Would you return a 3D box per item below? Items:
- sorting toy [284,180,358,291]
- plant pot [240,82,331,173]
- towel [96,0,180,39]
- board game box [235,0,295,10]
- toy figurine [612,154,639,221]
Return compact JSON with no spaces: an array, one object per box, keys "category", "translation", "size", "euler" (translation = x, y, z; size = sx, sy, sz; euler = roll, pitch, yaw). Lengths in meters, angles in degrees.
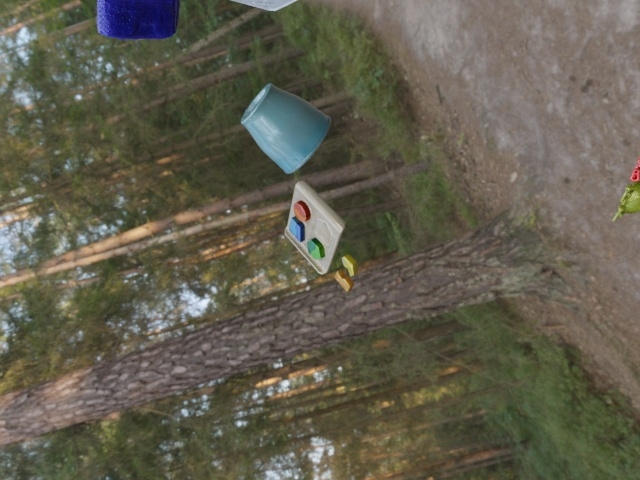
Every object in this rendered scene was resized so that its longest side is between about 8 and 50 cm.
[{"category":"sorting toy","translation":[0.000,0.000,1.323],"size":[0.307,0.041,0.229],"euler":[48,142,24]},{"category":"plant pot","translation":[-0.145,-0.433,1.678],"size":[0.255,0.271,0.271],"euler":[35,-160,-24]},{"category":"towel","translation":[-0.456,-0.668,1.160],"size":[0.076,0.228,0.308],"euler":[50,141,19]},{"category":"board game box","translation":[-0.210,-0.538,0.851],"size":[0.390,0.390,0.050],"euler":[-144,61,-61]},{"category":"toy figurine","translation":[1.032,-0.191,1.287],"size":[0.217,0.191,0.362],"euler":[26,128,33]}]
